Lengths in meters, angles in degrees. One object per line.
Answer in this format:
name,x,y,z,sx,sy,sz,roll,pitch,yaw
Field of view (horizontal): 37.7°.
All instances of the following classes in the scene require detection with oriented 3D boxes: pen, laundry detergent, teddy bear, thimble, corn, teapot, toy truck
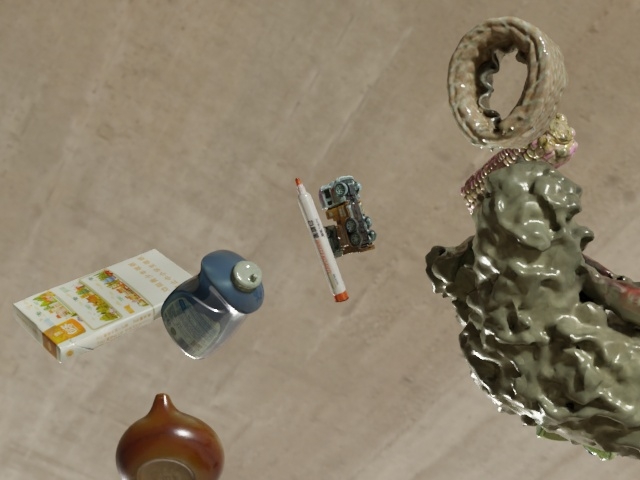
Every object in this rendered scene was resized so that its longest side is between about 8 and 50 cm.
pen,0.000,0.000,1.497,0.026,0.218,0.026,-18,-163,6
laundry detergent,-0.126,0.073,1.137,0.061,0.096,0.206,-21,168,-36
teddy bear,0.271,0.091,0.960,0.224,0.357,0.367,-60,175,3
thimble,0.342,-0.283,1.701,0.196,0.148,0.229,-7,-93,32
corn,0.440,-0.163,2.097,0.335,0.127,0.126,-45,-160,53
teapot,-0.243,0.364,1.571,0.135,0.178,0.252,-82,167,-54
toy truck,0.047,-0.051,2.144,0.115,0.177,0.080,-17,177,33

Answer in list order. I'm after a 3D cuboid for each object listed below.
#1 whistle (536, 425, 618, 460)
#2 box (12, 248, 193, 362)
whistle,0.371,0.224,1.167,0.085,0.227,0.105,-124,-140,-54
box,-0.276,0.081,1.239,0.220,0.122,0.032,-23,132,-37
